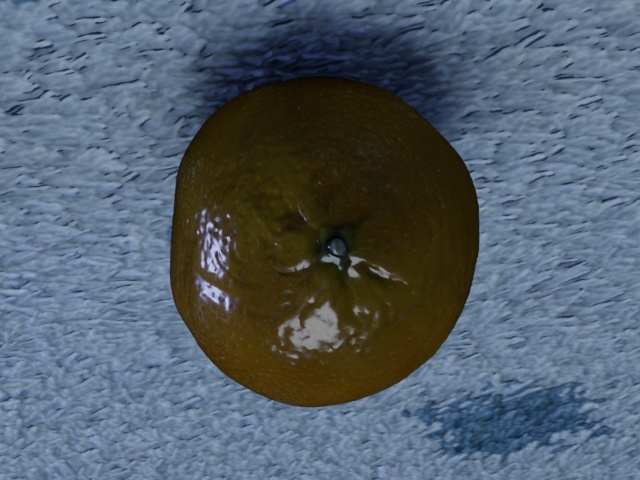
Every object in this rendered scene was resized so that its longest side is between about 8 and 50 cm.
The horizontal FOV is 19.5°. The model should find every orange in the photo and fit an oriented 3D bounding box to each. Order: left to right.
[{"bbox_3d":[0.000,0.000,1.408,0.264,0.264,0.264,-2,149,-1],"label":"orange"}]
